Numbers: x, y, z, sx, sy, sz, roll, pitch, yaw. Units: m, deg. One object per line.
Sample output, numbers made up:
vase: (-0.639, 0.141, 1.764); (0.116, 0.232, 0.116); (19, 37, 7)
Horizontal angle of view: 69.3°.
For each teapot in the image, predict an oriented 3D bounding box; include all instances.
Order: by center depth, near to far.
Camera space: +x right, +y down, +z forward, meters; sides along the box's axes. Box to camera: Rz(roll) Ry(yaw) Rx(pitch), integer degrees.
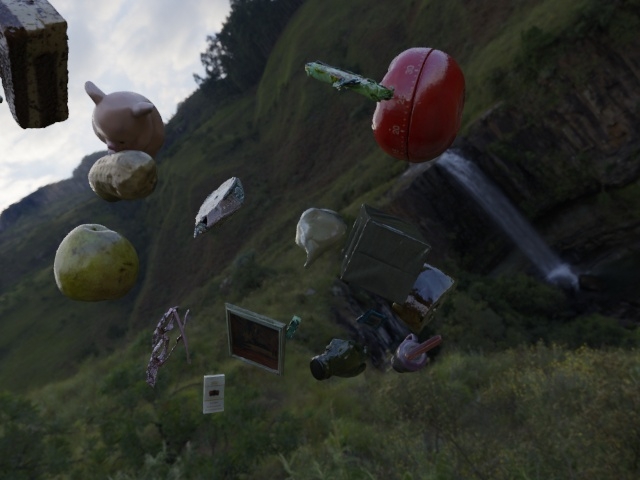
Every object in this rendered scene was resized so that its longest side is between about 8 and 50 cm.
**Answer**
teapot: (0.326, 0.441, 1.781); (0.115, 0.148, 0.146); (-3, -29, -21)

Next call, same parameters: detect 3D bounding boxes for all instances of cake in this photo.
cake: (-0.516, -0.306, 0.845); (0.112, 0.135, 0.246); (-26, -46, -39)

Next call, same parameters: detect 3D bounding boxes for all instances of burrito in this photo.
burrito: (0.070, -0.451, 1.310); (0.104, 0.287, 0.054); (-39, -30, -57)

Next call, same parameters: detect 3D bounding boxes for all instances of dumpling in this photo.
dumpling: (0.000, 0.000, 1.791); (0.318, 0.186, 0.243); (59, -137, -71)

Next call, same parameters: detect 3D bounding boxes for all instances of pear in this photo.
pear: (-0.855, 0.086, 1.758); (0.303, 0.304, 0.304); (-38, 1, 1)

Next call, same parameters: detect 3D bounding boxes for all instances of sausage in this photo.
sausage: (0.357, 0.371, 1.602); (0.146, 0.035, 0.030); (-27, 22, -7)

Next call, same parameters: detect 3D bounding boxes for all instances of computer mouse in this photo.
computer mouse: (-0.410, -0.123, 1.916); (0.199, 0.115, 0.389); (-28, 29, 36)

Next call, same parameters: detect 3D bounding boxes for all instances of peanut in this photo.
peanut: (-0.509, -0.157, 1.188); (0.252, 0.137, 0.122); (-1, 56, 34)

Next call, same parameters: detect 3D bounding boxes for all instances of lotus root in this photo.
lotus root: (0.317, 0.155, 1.381); (0.234, 0.118, 0.138); (-39, -27, -36)

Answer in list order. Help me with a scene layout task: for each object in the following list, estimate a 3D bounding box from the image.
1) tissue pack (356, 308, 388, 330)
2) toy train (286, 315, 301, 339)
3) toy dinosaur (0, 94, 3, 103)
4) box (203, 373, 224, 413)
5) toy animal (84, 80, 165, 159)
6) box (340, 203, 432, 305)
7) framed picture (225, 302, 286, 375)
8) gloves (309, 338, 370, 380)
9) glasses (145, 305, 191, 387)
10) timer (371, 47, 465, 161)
tissue pack: (0.219, 0.333, 1.957); (0.085, 0.138, 0.028); (-47, 43, 15)
toy train: (-0.098, 0.303, 1.593); (0.083, 0.033, 0.053); (-61, 0, 13)
toy dinosaur: (-0.714, -0.320, 0.892); (0.293, 0.162, 0.077); (-2, -16, -6)
box: (-0.476, 0.684, 2.067); (0.089, 0.167, 0.024); (1, 6, -22)
toy animal: (-0.578, -0.336, 1.374); (0.256, 0.194, 0.213); (-108, 36, -77)
box: (0.140, 0.026, 1.066); (0.231, 0.148, 0.156); (-76, 9, -78)
framed picture: (-0.214, 0.333, 1.518); (0.016, 0.216, 0.274); (-58, -20, -48)
gloves: (0.076, 0.370, 1.460); (0.107, 0.136, 0.268); (-24, -10, 33)
glasses: (-0.432, 0.306, 1.320); (0.162, 0.095, 0.256); (-50, -24, -71)
timer: (0.345, -0.459, 1.593); (0.378, 0.278, 0.379); (15, -90, -69)
